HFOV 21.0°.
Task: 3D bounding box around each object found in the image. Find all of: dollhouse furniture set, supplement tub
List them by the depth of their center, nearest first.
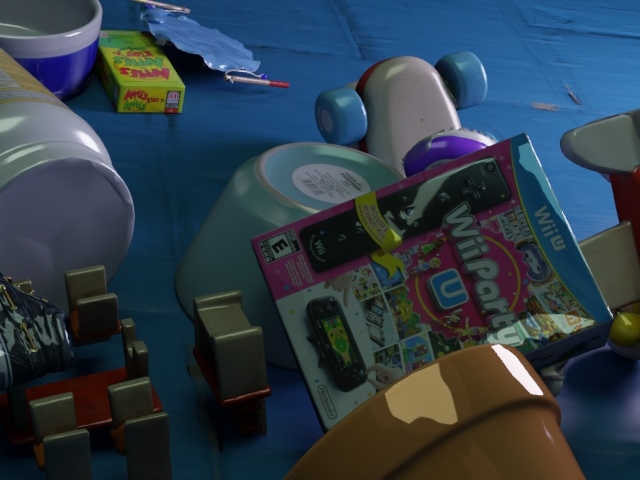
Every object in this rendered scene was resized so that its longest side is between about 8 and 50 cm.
[{"bbox_3d":[-0.184,0.148,1.688,0.259,0.135,0.262,-11,34,-16],"label":"dollhouse furniture set"},{"bbox_3d":[-0.371,-0.073,1.859,0.241,0.241,0.331,-11,35,-36],"label":"supplement tub"}]

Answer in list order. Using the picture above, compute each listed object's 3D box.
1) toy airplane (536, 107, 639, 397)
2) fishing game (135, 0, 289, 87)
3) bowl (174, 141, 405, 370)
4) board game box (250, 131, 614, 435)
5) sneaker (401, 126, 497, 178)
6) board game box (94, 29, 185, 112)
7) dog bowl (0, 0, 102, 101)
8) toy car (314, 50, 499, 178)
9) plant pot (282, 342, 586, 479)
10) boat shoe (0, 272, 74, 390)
[{"bbox_3d":[0.377,0.035,1.917,0.386,0.272,0.384,24,60,-5],"label":"toy airplane"},{"bbox_3d":[-0.177,-0.280,2.491,0.264,0.041,0.189,38,22,32],"label":"fishing game"},{"bbox_3d":[0.000,0.000,1.949,0.311,0.163,0.311,9,29,-5],"label":"bowl"},{"bbox_3d":[0.110,0.051,1.747,0.303,0.097,0.224,-21,69,-4],"label":"board game box"},{"bbox_3d":[0.215,-0.013,2.012,0.293,0.102,0.146,36,25,-35],"label":"sneaker"},{"bbox_3d":[-0.259,-0.237,2.404,0.092,0.043,0.181,-1,31,-23],"label":"board game box"},{"bbox_3d":[-0.435,-0.285,2.362,0.264,0.104,0.265,9,29,-5],"label":"dog bowl"},{"bbox_3d":[0.080,-0.131,2.248,0.219,0.210,0.238,-19,11,-23],"label":"toy car"},{"bbox_3d":[0.117,0.256,1.437,0.291,0.291,0.203,-15,55,-40],"label":"plant pot"},{"bbox_3d":[-0.295,0.062,1.623,0.083,0.065,0.183,-10,52,-25],"label":"boat shoe"}]
